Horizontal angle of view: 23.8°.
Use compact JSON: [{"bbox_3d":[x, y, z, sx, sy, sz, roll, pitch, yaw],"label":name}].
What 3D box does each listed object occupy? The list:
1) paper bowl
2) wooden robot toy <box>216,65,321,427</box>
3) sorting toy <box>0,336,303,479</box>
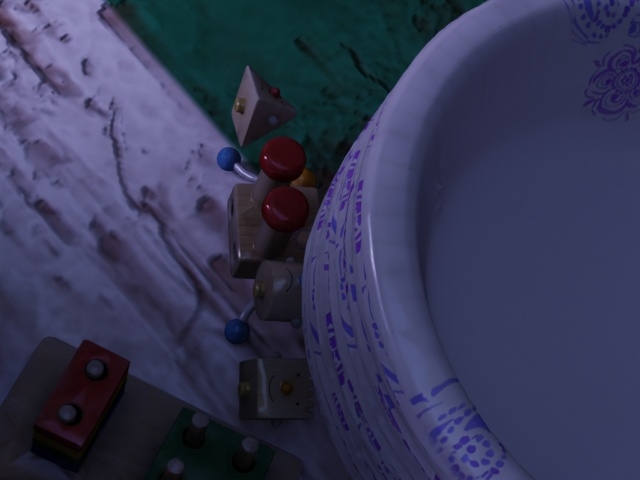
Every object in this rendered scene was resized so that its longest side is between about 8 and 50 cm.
[{"bbox_3d":[0.131,0.038,0.657,0.284,0.148,0.284,7,65,-15],"label":"paper bowl"},{"bbox_3d":[0.000,0.000,0.710,0.079,0.076,0.173,5,64,-20],"label":"wooden robot toy"},{"bbox_3d":[-0.081,0.118,0.642,0.274,0.046,0.132,27,57,2],"label":"sorting toy"}]
